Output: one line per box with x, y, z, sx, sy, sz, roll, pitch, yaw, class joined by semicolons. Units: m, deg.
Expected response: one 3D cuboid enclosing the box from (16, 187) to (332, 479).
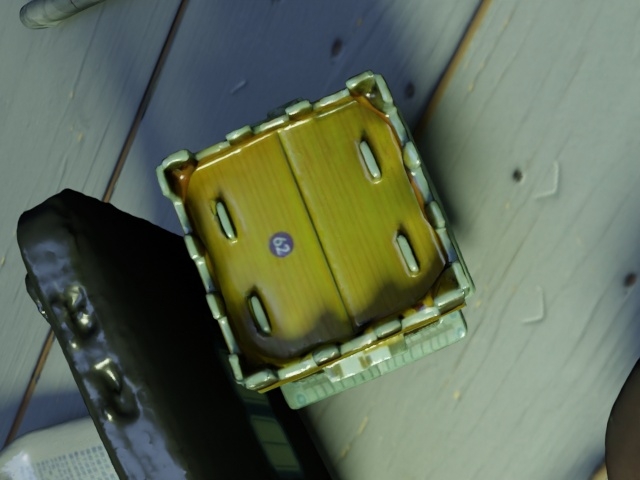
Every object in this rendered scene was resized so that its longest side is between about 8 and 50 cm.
-0.095;0.135;1.053;0.091;0.359;0.350;-30;77;7;box

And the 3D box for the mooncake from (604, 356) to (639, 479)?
0.327;0.154;0.834;0.283;0.141;0.283;14;112;37;mooncake

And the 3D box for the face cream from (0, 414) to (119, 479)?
-0.235;0.291;1.352;0.420;0.137;0.235;-20;83;32;face cream

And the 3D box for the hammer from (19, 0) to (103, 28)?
-0.149;-0.251;1.195;0.427;0.152;0.044;-10;95;51;hammer

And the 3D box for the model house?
0.000;0.000;1.031;0.198;0.215;0.224;-23;81;0;model house
